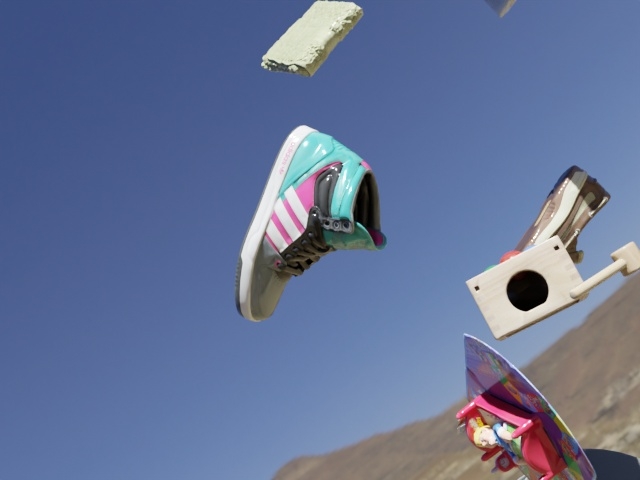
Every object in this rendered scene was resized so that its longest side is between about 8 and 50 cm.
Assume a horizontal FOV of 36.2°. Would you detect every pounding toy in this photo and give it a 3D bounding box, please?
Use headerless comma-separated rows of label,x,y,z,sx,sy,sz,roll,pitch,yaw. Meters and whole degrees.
pounding toy,0.290,0.038,1.220,0.206,0.094,0.181,-28,-12,9

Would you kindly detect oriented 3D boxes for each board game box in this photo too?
board game box,0.137,0.147,0.710,0.033,0.133,0.169,-35,-32,-13

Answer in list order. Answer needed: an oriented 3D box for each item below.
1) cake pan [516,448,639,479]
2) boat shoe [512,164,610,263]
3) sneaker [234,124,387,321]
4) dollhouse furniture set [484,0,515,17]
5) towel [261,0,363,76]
cake pan,0.369,0.371,1.228,0.293,0.293,0.054,-25,-45,-37
boat shoe,0.366,0.010,1.524,0.257,0.095,0.095,-57,0,-4
sneaker,0.000,0.000,1.407,0.124,0.178,0.296,5,-75,-65
dollhouse furniture set,0.274,-0.440,1.556,0.198,0.286,0.303,-33,-10,-32
towel,-0.010,-0.237,1.148,0.110,0.027,0.148,-48,23,-6
